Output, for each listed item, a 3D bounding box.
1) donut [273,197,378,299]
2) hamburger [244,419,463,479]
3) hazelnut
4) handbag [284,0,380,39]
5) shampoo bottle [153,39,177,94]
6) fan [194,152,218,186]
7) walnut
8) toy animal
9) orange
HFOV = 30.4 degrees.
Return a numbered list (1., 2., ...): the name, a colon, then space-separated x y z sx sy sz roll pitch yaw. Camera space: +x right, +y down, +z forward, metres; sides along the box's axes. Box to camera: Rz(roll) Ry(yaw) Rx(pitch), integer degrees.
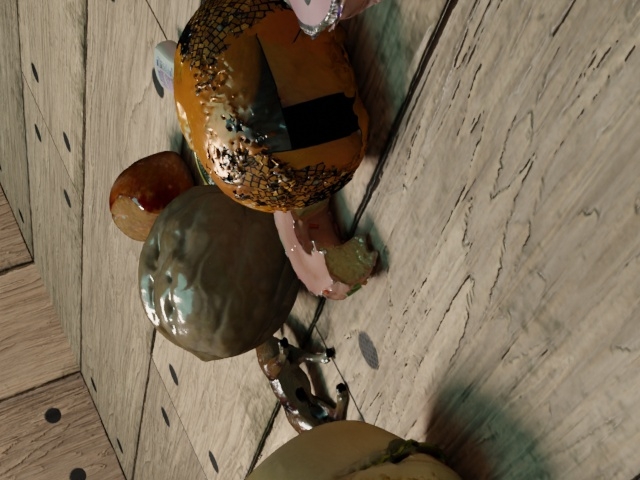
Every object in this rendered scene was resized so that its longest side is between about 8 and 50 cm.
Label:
1. donut: 0.000 0.000 1.335 0.166 0.065 0.117 64 157 18
2. hamburger: 0.029 0.333 1.246 0.170 0.302 0.302 37 142 45
3. hazelnut: -0.253 -0.070 1.826 0.143 0.143 0.154 63 150 18
4. handbag: 0.013 -0.284 0.980 0.205 0.116 0.179 58 157 26
5. shampoo bottle: -0.194 -0.232 1.638 0.099 0.043 0.072 40 145 51
6. fan: -0.123 -0.105 1.582 0.155 0.039 0.082 18 124 62
7. walnut: -0.127 0.044 1.482 0.224 0.224 0.224 51 152 41
8. toy animal: -0.058 0.177 1.609 0.260 0.087 0.243 -21 87 66
9. orange: -0.053 -0.144 1.200 0.234 0.182 0.234 61 170 18
